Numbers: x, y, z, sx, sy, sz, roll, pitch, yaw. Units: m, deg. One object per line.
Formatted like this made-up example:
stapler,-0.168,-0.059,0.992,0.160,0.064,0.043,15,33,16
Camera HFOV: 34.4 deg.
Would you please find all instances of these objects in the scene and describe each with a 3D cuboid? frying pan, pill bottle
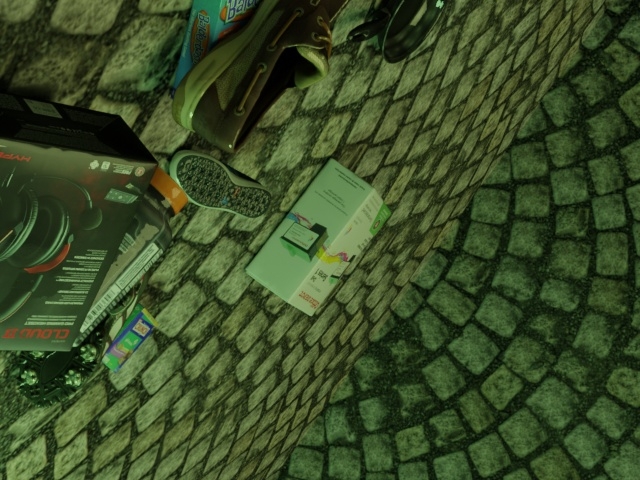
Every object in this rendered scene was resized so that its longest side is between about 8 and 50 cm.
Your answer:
frying pan,0.122,-0.367,1.787,0.326,0.053,0.197,-40,158,-31
pill bottle,-0.282,0.007,1.335,0.246,0.130,0.130,-50,162,-14

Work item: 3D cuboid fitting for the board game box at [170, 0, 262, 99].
board game box,-0.110,-0.284,1.360,0.160,0.047,0.210,-35,154,-45

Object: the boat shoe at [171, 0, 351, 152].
boat shoe,-0.037,-0.244,1.335,0.342,0.123,0.123,-46,161,-22

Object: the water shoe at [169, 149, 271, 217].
water shoe,-0.164,-0.087,1.563,0.203,0.080,0.073,28,95,-47

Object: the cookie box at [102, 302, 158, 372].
cookie box,-0.318,0.150,1.658,0.107,0.040,0.092,-50,161,-13

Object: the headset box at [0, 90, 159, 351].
headset box,-0.337,-0.003,1.102,0.218,0.110,0.293,8,120,-44

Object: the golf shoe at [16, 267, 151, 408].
golf shoe,-0.328,0.127,1.496,0.273,0.105,0.120,-54,169,2

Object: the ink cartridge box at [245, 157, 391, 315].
ink cartridge box,0.000,0.000,2.052,0.278,0.117,0.201,-52,162,-2
